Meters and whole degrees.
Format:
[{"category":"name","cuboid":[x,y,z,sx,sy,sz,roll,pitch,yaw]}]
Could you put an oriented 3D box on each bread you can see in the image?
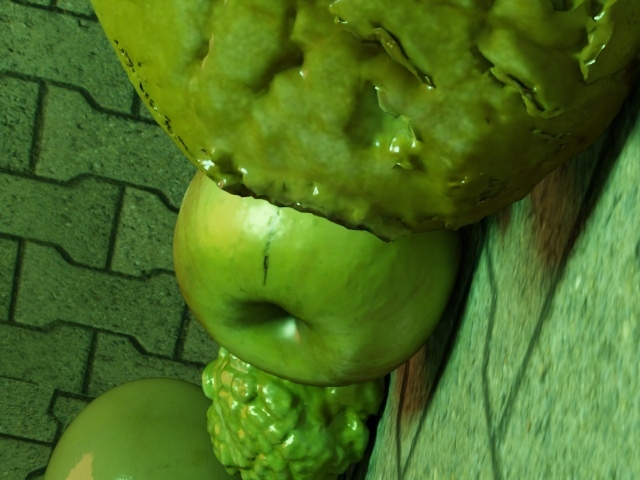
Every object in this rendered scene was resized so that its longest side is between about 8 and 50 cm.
[{"category":"bread","cuboid":[0.031,-0.200,0.885,0.215,0.398,0.398,-55,-18,-64]}]

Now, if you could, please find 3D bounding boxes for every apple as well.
[{"category":"apple","cuboid":[0.000,0.000,1.277,0.233,0.286,0.286,-59,-6,-34]}]

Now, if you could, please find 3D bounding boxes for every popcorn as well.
[{"category":"popcorn","cuboid":[-0.019,0.175,1.603,0.237,0.251,0.206,26,132,51]}]

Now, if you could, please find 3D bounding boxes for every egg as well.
[{"category":"egg","cuboid":[-0.210,0.360,1.706,0.301,0.301,0.374,114,162,-65]}]

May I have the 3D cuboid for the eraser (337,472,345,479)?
[{"category":"eraser","cuboid":[-0.003,0.258,1.776,0.111,0.077,0.353,118,164,-74]}]
